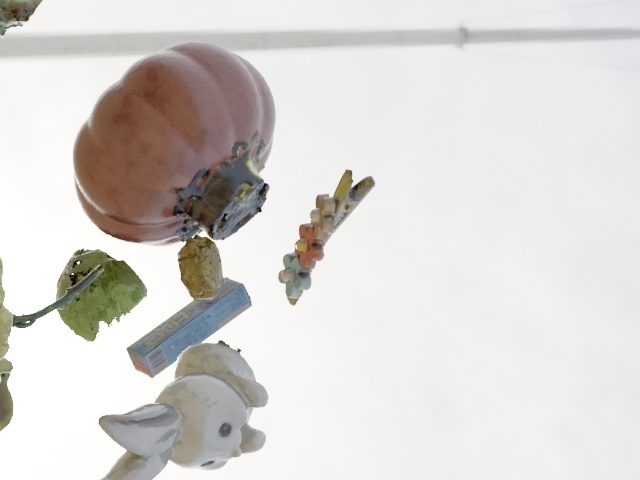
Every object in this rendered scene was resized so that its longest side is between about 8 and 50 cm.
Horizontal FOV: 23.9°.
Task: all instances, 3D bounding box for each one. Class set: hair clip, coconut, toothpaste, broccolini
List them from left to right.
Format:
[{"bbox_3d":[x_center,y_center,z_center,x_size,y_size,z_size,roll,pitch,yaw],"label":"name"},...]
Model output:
[{"bbox_3d":[-0.355,0.079,1.926,0.054,0.194,0.052,-31,-101,53],"label":"broccolini"},{"bbox_3d":[-0.317,0.071,2.097,0.158,0.055,0.133,5,-111,33],"label":"coconut"},{"bbox_3d":[-0.195,0.122,2.198,0.070,0.193,0.044,18,-44,49],"label":"toothpaste"},{"bbox_3d":[-0.006,-0.001,1.782,0.214,0.056,0.062,-56,-140,33],"label":"hair clip"}]

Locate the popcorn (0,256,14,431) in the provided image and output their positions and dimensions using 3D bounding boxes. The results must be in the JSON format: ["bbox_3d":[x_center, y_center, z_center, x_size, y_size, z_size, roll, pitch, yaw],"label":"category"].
[{"bbox_3d":[-0.367,0.076,1.274,0.173,0.225,0.286,-1,-69,17],"label":"popcorn"}]

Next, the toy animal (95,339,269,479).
[{"bbox_3d":[-0.133,0.194,1.506,0.131,0.221,0.104,30,-59,8],"label":"toy animal"}]

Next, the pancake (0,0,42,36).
[{"bbox_3d":[-0.468,-0.358,1.700,0.067,0.304,0.427,-117,-156,-46],"label":"pancake"}]

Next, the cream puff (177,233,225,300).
[{"bbox_3d":[-0.160,0.037,1.978,0.058,0.083,0.083,-14,-63,23],"label":"cream puff"}]

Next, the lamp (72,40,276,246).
[{"bbox_3d":[-0.182,-0.116,2.033,0.239,0.305,0.305,43,-49,17],"label":"lamp"}]
